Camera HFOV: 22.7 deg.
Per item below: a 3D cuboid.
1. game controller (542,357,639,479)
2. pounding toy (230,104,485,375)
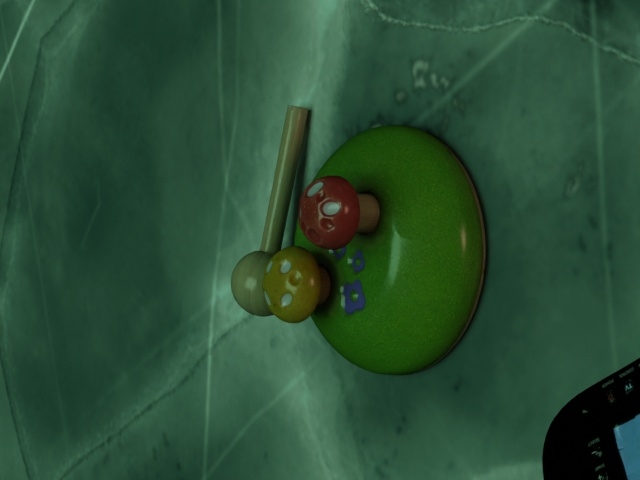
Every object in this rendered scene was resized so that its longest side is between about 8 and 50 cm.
[{"bbox_3d":[0.246,0.118,0.892,0.319,0.067,0.166,-39,61,42],"label":"game controller"},{"bbox_3d":[0.000,0.000,1.158,0.237,0.110,0.183,21,105,48],"label":"pounding toy"}]
